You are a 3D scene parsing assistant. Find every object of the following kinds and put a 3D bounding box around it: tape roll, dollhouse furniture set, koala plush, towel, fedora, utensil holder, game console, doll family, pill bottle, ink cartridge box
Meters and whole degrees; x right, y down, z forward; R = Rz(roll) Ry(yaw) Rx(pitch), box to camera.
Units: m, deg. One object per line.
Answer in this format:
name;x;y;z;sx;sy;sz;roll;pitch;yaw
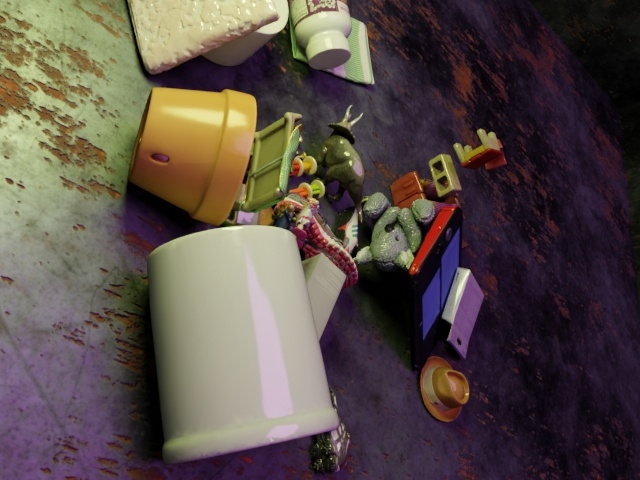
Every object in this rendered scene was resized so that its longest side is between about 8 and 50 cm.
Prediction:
tape roll;-0.227;-0.593;1.582;0.246;0.169;0.246;18;61;-38
dollhouse furniture set;-0.100;-0.137;1.392;0.151;0.302;0.197;18;69;-33
koala plush;0.199;0.010;1.703;0.221;0.196;0.203;-60;154;-54
towel;0.038;-0.630;1.950;0.325;0.038;0.247;10;67;-41
towel;-0.290;-0.581;1.420;0.053;0.332;0.316;11;60;-76
dollhouse furniture set;0.415;-0.169;1.877;0.201;0.374;0.152;1;67;-42
fedora;0.369;0.422;1.788;0.194;0.079;0.194;19;60;-37
utensil holder;-0.161;0.201;1.203;0.328;0.328;0.385;3;68;-43
game console;0.326;0.128;1.747;0.342;0.060;0.386;-55;147;-43
doll family;-0.095;-0.006;1.445;0.118;0.263;0.163;22;36;-3
pill bottle;-0.003;-0.655;1.782;0.169;0.169;0.301;-2;76;-45
ink cartridge box;0.422;0.224;1.871;0.223;0.045;0.224;47;60;-54

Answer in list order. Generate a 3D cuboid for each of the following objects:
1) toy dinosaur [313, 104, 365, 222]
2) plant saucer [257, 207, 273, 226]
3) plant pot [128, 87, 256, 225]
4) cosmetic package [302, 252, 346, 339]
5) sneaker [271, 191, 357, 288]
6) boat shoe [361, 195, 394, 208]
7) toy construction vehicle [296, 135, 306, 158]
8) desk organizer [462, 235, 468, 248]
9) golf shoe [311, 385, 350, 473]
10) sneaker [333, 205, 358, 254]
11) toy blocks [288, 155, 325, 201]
toy dinosaur;0.056;-0.202;1.684;0.121;0.160;0.313;5;61;-42
plant saucer;-0.148;-0.068;1.545;0.083;0.013;0.083;18;61;-37
plant pot;-0.277;-0.195;1.304;0.204;0.291;0.290;15;62;-22
cosmetic package;-0.044;0.157;1.469;0.107;0.127;0.238;43;50;-24
sneaker;0.000;0.000;1.590;0.299;0.121;0.112;55;24;-19
boat shoe;0.171;-0.102;1.845;0.152;0.056;0.049;28;50;-45
toy construction vehicle;-0.086;-0.257;1.678;0.098;0.035;0.085;-7;67;-48
desk organizer;0.436;-0.023;2.063;0.130;0.050;0.047;61;8;17
golf shoe;0.024;0.442;1.460;0.094;0.077;0.198;18;67;-51
sneaker;0.076;-0.020;1.722;0.075;0.057;0.161;54;40;-37
toy blocks;-0.067;-0.156;1.633;0.148;0.054;0.123;-15;86;-45
